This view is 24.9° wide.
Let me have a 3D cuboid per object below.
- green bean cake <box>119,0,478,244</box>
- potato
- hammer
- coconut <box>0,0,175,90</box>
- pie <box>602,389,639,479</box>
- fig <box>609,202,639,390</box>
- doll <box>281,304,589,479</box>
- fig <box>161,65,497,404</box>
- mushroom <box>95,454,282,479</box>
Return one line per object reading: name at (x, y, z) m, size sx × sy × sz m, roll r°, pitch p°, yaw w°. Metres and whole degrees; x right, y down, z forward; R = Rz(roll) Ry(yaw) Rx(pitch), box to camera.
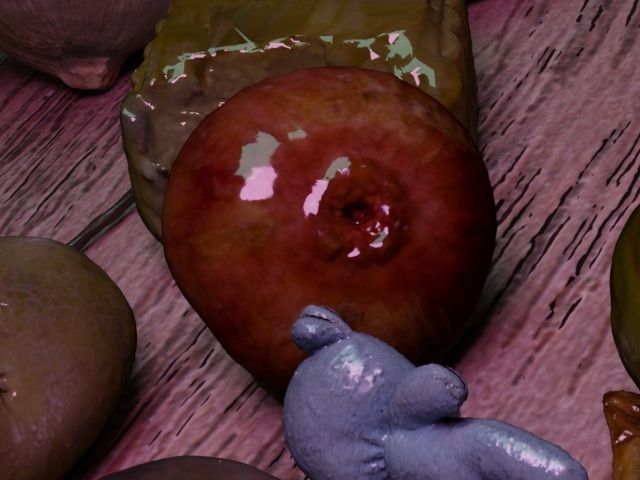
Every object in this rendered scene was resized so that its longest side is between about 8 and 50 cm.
green bean cake at (-0.010, -0.107, 1.019) m, size 0.236 × 0.124 × 0.233 m, roll -4°, pitch 38°, yaw 11°
potato at (-0.227, 0.094, 0.856) m, size 0.251 × 0.159 × 0.174 m, roll -31°, pitch 6°, yaw -35°
hammer at (-0.175, -0.003, 1.084) m, size 0.058 × 0.029 × 0.292 m, roll 14°, pitch 48°, yaw 45°
coconut at (-0.224, -0.318, 1.281) m, size 0.405 × 0.404 × 0.404 m, roll -15°, pitch 33°, yaw 10°
pie at (0.174, 0.135, 0.673) m, size 0.088 × 0.033 × 0.191 m, roll -3°, pitch 31°, yaw 14°
fig at (0.205, 0.069, 0.657) m, size 0.151 × 0.151 × 0.259 m, roll -8°, pitch 39°, yaw 20°
doll at (0.060, 0.099, 0.728) m, size 0.180 × 0.120 × 0.075 m, roll 11°, pitch 26°, yaw 30°
fig at (0.000, -0.001, 0.847) m, size 0.205 × 0.205 × 0.205 m, roll -15°, pitch 33°, yaw 10°
mushroom at (-0.083, 0.165, 0.685) m, size 0.188 × 0.117 × 0.141 m, roll -28°, pitch 25°, yaw -18°
